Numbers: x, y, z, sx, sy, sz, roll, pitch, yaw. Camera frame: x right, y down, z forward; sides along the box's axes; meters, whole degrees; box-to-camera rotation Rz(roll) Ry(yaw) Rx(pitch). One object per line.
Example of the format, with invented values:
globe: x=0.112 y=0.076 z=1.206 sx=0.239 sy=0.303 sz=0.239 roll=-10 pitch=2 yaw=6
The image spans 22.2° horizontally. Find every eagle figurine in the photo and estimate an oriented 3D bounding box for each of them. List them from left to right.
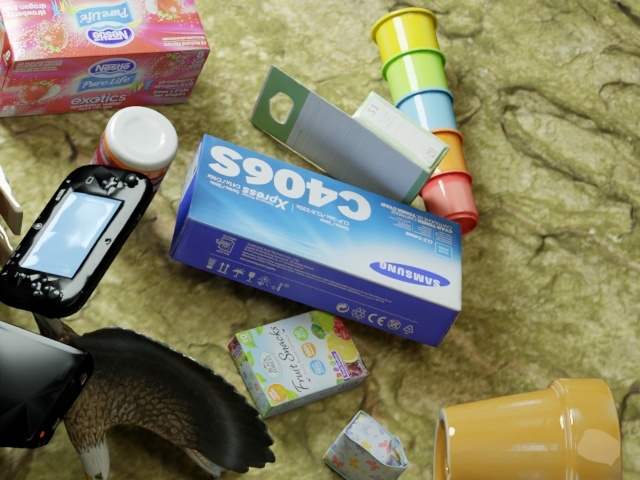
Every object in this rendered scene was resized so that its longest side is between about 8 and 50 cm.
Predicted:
eagle figurine: x=-0.212 y=0.169 z=1.737 sx=0.298 sy=0.225 sz=0.226 roll=-2 pitch=40 yaw=-12

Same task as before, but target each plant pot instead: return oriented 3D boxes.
plant pot: x=0.230 y=0.259 z=1.875 sx=0.187 sy=0.205 sz=0.205 roll=1 pitch=57 yaw=-4

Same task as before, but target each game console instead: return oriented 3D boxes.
game console: x=-0.301 y=0.052 z=1.656 sx=0.213 sy=0.044 sz=0.361 roll=17 pitch=53 yaw=17

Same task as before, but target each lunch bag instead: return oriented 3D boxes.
lunch bag: x=0.056 y=0.247 z=1.872 sx=0.083 sy=0.071 sz=0.053 roll=39 pitch=48 yaw=7

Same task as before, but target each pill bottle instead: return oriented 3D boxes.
pill bottle: x=-0.226 y=-0.082 z=1.910 sx=0.086 sy=0.152 sz=0.086 roll=11 pitch=56 yaw=-17

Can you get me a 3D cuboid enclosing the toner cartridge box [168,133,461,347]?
toner cartridge box: x=0.000 y=0.000 z=1.983 sx=0.347 sy=0.075 sz=0.165 roll=19 pitch=40 yaw=-12

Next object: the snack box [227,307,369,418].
snack box: x=-0.025 y=0.142 z=1.925 sx=0.141 sy=0.037 sz=0.100 roll=-15 pitch=65 yaw=-32

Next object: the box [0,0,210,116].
box: x=-0.281 y=-0.244 z=2.010 sx=0.256 sy=0.123 sz=0.128 roll=-7 pitch=63 yaw=-27

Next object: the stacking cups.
stacking cups: x=0.147 y=-0.152 z=2.166 sx=0.096 sy=0.096 sz=0.316 roll=-2 pitch=64 yaw=-25

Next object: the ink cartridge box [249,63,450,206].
ink cartridge box: x=0.033 y=-0.134 z=2.043 sx=0.235 sy=0.171 sz=0.056 roll=37 pitch=66 yaw=3

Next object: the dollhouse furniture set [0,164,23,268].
dollhouse furniture set: x=-0.438 y=-0.013 z=1.709 sx=0.262 sy=0.259 sz=0.135 roll=-15 pitch=56 yaw=-28

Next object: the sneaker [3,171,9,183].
sneaker: x=-0.462 y=-0.048 z=1.847 sx=0.212 sy=0.080 sz=0.094 roll=4 pitch=69 yaw=-13
